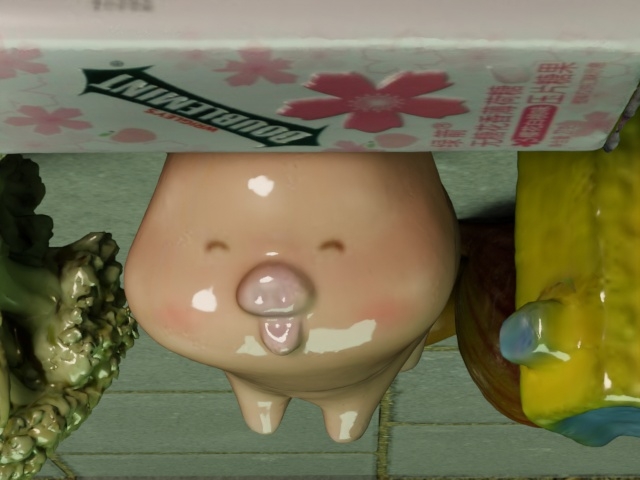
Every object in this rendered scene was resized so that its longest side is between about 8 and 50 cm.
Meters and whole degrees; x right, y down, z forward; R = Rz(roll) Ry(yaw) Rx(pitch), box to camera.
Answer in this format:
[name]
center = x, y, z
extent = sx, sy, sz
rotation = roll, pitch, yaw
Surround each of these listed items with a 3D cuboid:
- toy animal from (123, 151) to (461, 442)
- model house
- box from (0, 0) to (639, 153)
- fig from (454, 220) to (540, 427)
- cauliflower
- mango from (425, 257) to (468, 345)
[toy animal]
center = 0.000, 0.000, 1.224
extent = 0.237, 0.269, 0.326
rotation = -2, -163, 11
[model house]
center = 0.251, 0.020, 1.229
extent = 0.303, 0.237, 0.215
rotation = 11, 162, -33
[box]
center = -0.005, -0.113, 0.985
extent = 0.369, 0.112, 0.190
rotation = 1, 166, 0
[fig]
center = 0.170, 0.041, 1.527
extent = 0.175, 0.207, 0.175
rotation = -39, 171, -7
[cauliflower]
center = -0.274, 0.029, 1.233
extent = 0.260, 0.327, 0.281
rotation = -6, 128, 14
[mango]
center = 0.080, 0.055, 1.643
extent = 0.184, 0.085, 0.102
rotation = -5, -166, -3
